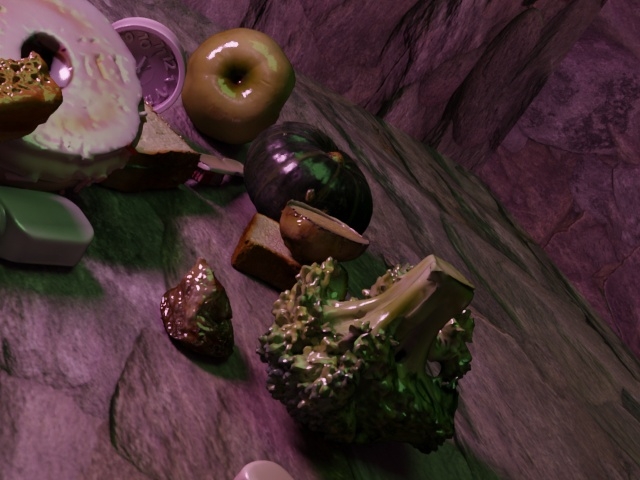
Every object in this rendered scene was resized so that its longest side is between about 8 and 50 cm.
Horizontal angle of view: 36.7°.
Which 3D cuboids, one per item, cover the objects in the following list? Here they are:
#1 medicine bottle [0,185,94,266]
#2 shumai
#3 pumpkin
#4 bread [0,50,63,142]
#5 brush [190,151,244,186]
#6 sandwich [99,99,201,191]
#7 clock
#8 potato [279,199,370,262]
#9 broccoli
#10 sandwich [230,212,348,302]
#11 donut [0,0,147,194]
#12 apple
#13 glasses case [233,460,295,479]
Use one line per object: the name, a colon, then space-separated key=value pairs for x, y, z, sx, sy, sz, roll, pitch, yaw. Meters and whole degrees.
medicine bottle: x=-0.397 y=-0.021 z=1.278 sx=0.119 sy=0.069 sz=0.183 roll=46 pitch=19 yaw=27
shumai: x=-0.161 y=0.105 z=1.369 sx=0.123 sy=0.105 sz=0.139 roll=32 pitch=43 yaw=-23
pumpkin: x=-0.030 y=-0.102 z=1.961 sx=0.300 sy=0.207 sz=0.300 roll=46 pitch=15 yaw=-17
bread: x=-0.514 y=-0.182 z=1.185 sx=0.380 sy=0.109 sz=0.185 roll=-24 pitch=77 yaw=-43
brush: x=-0.205 y=-0.142 z=2.008 sx=0.060 sy=0.050 sz=0.321 roll=36 pitch=9 yaw=10
sandwich: x=-0.390 y=-0.209 z=1.743 sx=0.301 sy=0.099 sz=0.271 roll=43 pitch=23 yaw=16
clock: x=-0.374 y=-0.354 z=1.983 sx=0.197 sy=0.197 sz=0.068 roll=30 pitch=18 yaw=-18
potato: x=0.000 y=0.000 z=1.733 sx=0.164 sy=0.081 sz=0.200 roll=34 pitch=12 yaw=28
broccoli: x=0.080 y=0.154 z=1.394 sx=0.277 sy=0.317 sz=0.338 roll=58 pitch=-4 yaw=47
sandwich: x=-0.053 y=0.045 z=1.754 sx=0.214 sy=0.065 sz=0.186 roll=32 pitch=17 yaw=-10
donut: x=-0.442 y=-0.233 z=1.454 sx=0.382 sy=0.142 sz=0.383 roll=24 pitch=49 yaw=-31
apple: x=-0.193 y=-0.350 z=2.211 sx=0.279 sy=0.279 sz=0.279 roll=32 pitch=18 yaw=-11
glasses case: x=-0.024 y=0.329 z=1.080 sx=0.196 sy=0.050 sz=0.083 roll=44 pitch=22 yaw=27
